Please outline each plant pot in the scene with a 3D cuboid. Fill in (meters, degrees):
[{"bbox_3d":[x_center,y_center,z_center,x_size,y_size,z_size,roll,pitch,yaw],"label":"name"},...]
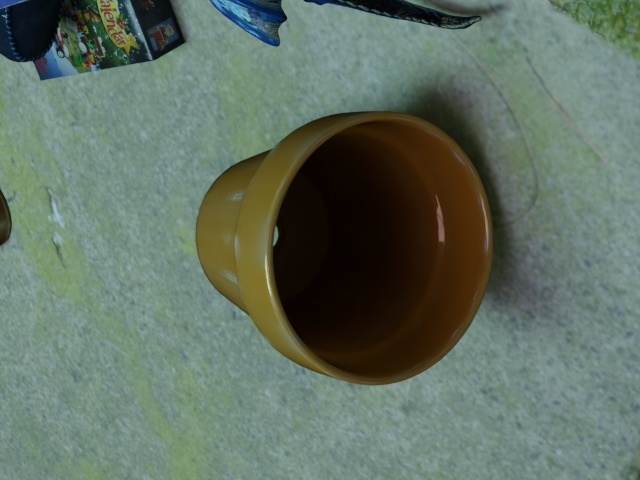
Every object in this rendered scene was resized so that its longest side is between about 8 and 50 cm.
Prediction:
[{"bbox_3d":[0.000,0.000,1.248,0.188,0.205,0.205,7,123,58],"label":"plant pot"}]

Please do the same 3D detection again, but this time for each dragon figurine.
[{"bbox_3d":[-0.032,-0.205,1.160,0.289,0.144,0.085,41,137,13],"label":"dragon figurine"}]

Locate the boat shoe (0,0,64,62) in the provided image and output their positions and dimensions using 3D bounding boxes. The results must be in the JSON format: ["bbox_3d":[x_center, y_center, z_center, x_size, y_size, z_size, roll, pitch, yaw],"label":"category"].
[{"bbox_3d":[-0.229,-0.252,1.272,0.089,0.109,0.258,25,132,21],"label":"boat shoe"}]

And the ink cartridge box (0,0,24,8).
[{"bbox_3d":[-0.351,-0.324,1.219,0.324,0.071,0.330,-8,97,43],"label":"ink cartridge box"}]

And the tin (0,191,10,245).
[{"bbox_3d":[-0.398,-0.069,1.667,0.106,0.040,0.190,-21,102,52],"label":"tin"}]

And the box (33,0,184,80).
[{"bbox_3d":[-0.225,-0.262,1.373,0.159,0.044,0.233,-3,114,43],"label":"box"}]
